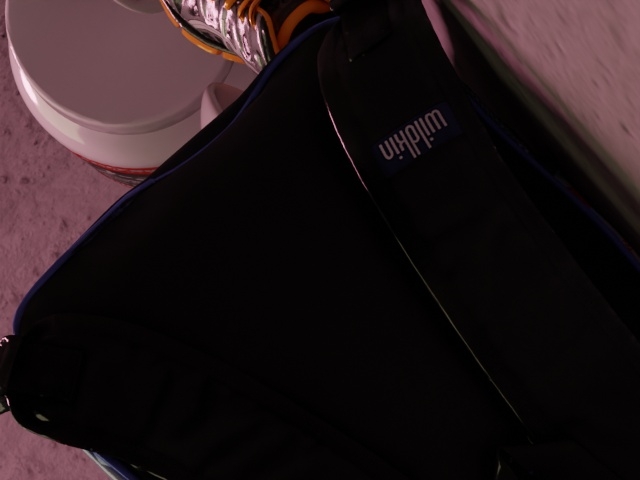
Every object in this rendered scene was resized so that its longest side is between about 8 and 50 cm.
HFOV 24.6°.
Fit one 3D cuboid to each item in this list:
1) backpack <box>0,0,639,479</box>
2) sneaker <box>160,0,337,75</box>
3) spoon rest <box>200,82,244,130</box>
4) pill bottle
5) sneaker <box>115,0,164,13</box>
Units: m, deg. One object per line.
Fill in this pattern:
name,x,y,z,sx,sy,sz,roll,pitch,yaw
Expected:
backpack,0.030,0.066,0.669,0.263,0.276,0.213,44,179,25
sneaker,-0.023,-0.130,0.833,0.215,0.084,0.083,41,175,19
spoon rest,0.031,-0.018,0.899,0.276,0.084,0.137,34,-167,-43
pill bottle,-0.148,-0.157,1.253,0.210,0.210,0.363,52,178,3
sneaker,-0.150,-0.275,0.937,0.147,0.104,0.296,53,173,29
